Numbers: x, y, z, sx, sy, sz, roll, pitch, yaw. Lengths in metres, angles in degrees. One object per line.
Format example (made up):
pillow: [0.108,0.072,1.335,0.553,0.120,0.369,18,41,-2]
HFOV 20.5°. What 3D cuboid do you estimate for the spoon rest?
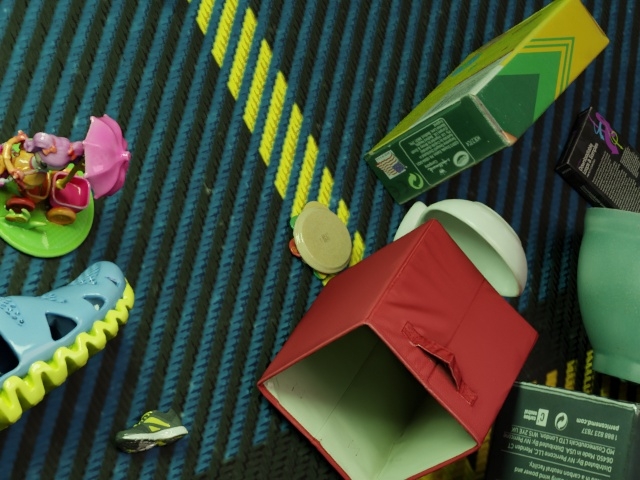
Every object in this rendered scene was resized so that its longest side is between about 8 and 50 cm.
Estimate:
spoon rest: [0.147,0.008,1.980,0.084,0.276,0.137,-45,103,-9]

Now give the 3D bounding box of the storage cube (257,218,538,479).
storage cube: [0.087,0.127,1.893,0.183,0.215,0.193,47,43,-11]

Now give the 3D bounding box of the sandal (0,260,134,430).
sandal: [-0.302,0.097,1.657,0.138,0.126,0.317,52,46,-2]

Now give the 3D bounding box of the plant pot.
plant pot: [0.440,0.094,2.167,0.293,0.293,0.196,19,86,-31]

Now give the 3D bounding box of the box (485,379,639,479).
box: [0.332,0.370,1.887,0.293,0.212,0.395,13,85,-34]

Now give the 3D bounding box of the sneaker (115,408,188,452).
sneaker: [-0.174,0.190,1.779,0.083,0.031,0.035,-2,58,-44]

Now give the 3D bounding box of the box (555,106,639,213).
box: [0.389,-0.085,2.351,0.162,0.029,0.116,43,49,-17]

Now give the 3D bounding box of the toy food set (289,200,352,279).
toy food set: [0.000,0.000,2.006,0.083,0.020,0.082,51,48,-9]

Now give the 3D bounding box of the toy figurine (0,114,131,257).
toy figurine: [-0.262,-0.075,1.737,0.173,0.159,0.130,18,60,-31]

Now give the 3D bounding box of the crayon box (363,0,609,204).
crayon box: [0.214,-0.183,2.139,0.081,0.202,0.318,52,49,-8]
